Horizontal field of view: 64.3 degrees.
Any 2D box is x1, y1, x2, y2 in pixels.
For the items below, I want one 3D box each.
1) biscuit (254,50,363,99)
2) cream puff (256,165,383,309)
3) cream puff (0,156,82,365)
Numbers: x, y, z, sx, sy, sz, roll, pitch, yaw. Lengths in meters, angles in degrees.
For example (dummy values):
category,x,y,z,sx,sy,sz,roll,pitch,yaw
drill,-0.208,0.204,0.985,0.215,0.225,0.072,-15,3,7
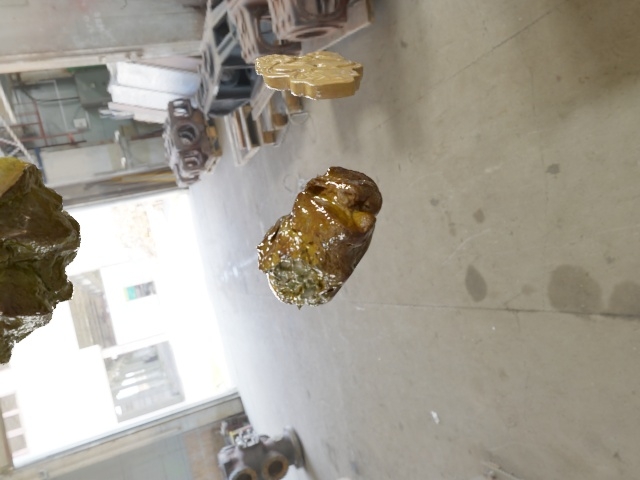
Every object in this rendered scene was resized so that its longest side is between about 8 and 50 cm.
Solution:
category,x,y,z,sx,sy,sz,roll,pitch,yaw
biscuit,-0.015,-0.243,0.732,0.236,0.144,0.040,-122,20,-60
cream puff,0.000,0.000,0.817,0.155,0.241,0.269,40,113,-4
cream puff,-0.394,0.015,0.556,0.244,0.244,0.196,66,146,25
